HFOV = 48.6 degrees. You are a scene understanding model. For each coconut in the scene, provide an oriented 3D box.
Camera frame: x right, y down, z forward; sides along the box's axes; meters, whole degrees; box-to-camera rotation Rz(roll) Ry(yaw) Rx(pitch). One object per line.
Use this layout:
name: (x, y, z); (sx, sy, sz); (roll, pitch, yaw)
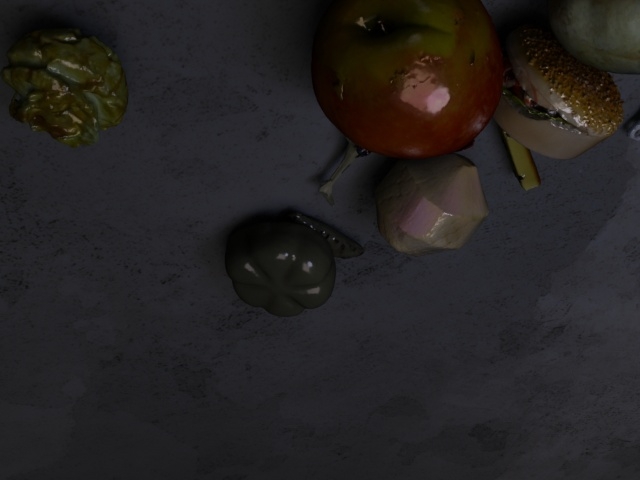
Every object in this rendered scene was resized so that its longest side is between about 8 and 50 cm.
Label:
coconut: (0.254, -0.090, 1.596); (0.259, 0.259, 0.259); (-8, 133, -8)

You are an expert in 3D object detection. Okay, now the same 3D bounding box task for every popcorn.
popcorn: (-0.449, -0.278, 1.267); (0.204, 0.184, 0.221); (-18, 149, 19)

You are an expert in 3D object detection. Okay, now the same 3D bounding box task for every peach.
peach: (0.161, -0.308, 1.304); (0.369, 0.370, 0.370); (-8, 133, -8)

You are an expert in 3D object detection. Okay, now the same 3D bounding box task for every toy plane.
toy plane: (0.078, -0.197, 1.556); (0.108, 0.092, 0.286); (3, 134, -52)

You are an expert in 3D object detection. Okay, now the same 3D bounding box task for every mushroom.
mushroom: (0.586, -0.436, 1.259); (0.351, 0.352, 0.261); (-11, 110, -5)

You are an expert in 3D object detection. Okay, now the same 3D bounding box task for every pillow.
pillow: (-0.001, 0.000, 1.730); (0.241, 0.051, 0.093); (27, 124, -35)

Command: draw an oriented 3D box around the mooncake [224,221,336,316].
mooncake: (-0.094, 0.070, 1.681); (0.274, 0.135, 0.275); (4, 140, 3)

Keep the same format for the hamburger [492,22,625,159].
hamburger: (0.472, -0.301, 1.424); (0.301, 0.302, 0.170); (9, 139, -23)

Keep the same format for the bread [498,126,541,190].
bread: (0.450, -0.216, 1.632); (0.049, 0.088, 0.226); (-25, 132, 12)

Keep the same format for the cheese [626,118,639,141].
cheese: (0.797, -0.342, 1.622); (0.248, 0.071, 0.163); (-37, 131, 20)
